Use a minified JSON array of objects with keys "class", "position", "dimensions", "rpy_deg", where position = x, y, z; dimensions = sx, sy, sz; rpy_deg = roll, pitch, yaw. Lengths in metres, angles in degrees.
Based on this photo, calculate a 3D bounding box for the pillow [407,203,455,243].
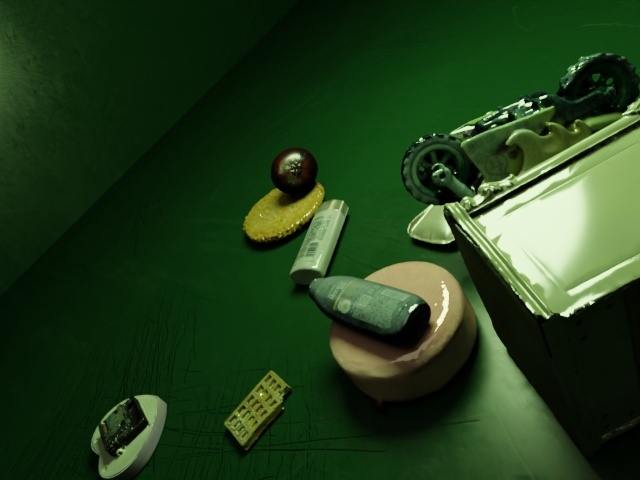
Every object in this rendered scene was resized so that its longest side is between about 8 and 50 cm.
[{"class":"pillow","position":[0.285,-0.079,1.076],"dimensions":[0.232,0.038,0.131],"rpy_deg":[-47,37,-15]}]

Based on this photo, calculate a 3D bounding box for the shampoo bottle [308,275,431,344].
[{"class":"shampoo bottle","position":[0.068,0.105,0.857],"dimensions":[0.234,0.049,0.087],"rpy_deg":[12,57,49]}]

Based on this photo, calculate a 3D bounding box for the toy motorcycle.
[{"class":"toy motorcycle","position":[0.356,-0.141,0.912],"dimensions":[0.410,0.237,0.168],"rpy_deg":[-26,20,12]}]

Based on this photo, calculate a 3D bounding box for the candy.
[{"class":"candy","position":[0.131,0.152,0.877],"dimensions":[0.255,0.094,0.255],"rpy_deg":[-24,35,18]}]

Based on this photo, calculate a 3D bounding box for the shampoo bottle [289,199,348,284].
[{"class":"shampoo bottle","position":[0.000,0.000,1.223],"dimensions":[0.086,0.056,0.227],"rpy_deg":[-14,39,34]}]

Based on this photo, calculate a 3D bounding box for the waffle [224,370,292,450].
[{"class":"waffle","position":[-0.112,0.310,0.972],"dimensions":[0.135,0.021,0.092],"rpy_deg":[-47,32,-14]}]

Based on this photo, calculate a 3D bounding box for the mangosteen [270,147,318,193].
[{"class":"mangosteen","position":[-0.073,-0.185,1.415],"dimensions":[0.140,0.140,0.140],"rpy_deg":[-24,35,18]}]

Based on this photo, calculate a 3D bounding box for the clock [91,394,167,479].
[{"class":"clock","position":[-0.403,0.392,1.099],"dimensions":[0.172,0.064,0.198],"rpy_deg":[-45,35,-12]}]

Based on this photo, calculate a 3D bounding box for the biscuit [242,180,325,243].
[{"class":"biscuit","position":[-0.098,-0.082,1.434],"dimensions":[0.254,0.035,0.254],"rpy_deg":[-23,34,17]}]

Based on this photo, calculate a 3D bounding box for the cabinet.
[{"class":"cabinet","position":[0.368,0.031,0.631],"dimensions":[0.318,0.290,0.227],"rpy_deg":[-30,35,5]}]
